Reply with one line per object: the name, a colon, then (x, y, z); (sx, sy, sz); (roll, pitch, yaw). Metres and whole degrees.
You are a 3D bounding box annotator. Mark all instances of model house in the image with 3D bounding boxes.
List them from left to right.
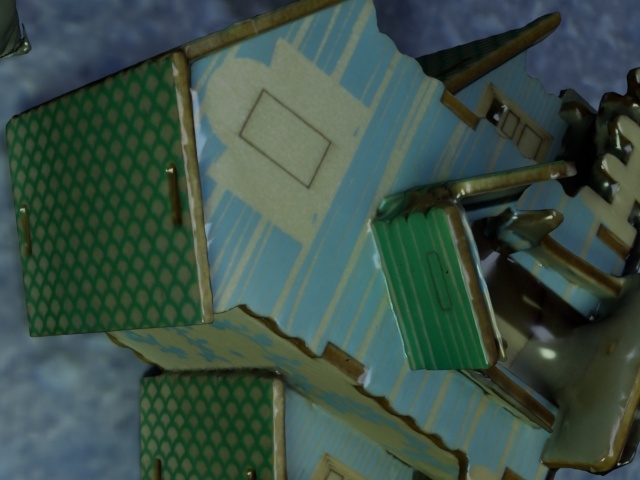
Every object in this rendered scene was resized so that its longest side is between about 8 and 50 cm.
model house: (0.000, 0.000, 0.495); (0.206, 0.178, 0.271); (37, 69, -24)

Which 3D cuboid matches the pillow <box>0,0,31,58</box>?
pillow: (-0.191, -0.071, 0.412); (0.229, 0.050, 0.148); (-32, 144, -30)
